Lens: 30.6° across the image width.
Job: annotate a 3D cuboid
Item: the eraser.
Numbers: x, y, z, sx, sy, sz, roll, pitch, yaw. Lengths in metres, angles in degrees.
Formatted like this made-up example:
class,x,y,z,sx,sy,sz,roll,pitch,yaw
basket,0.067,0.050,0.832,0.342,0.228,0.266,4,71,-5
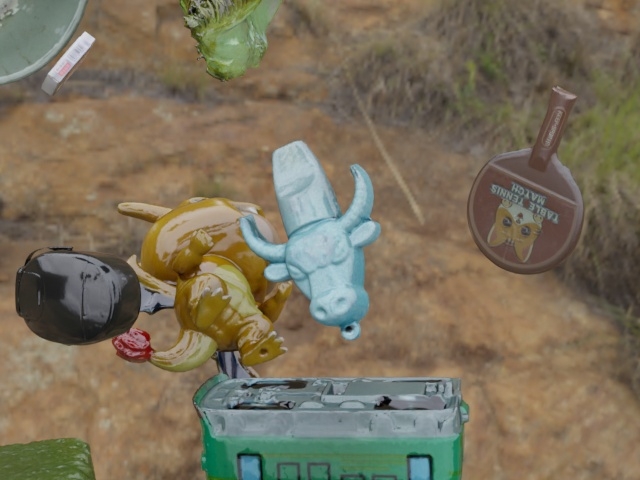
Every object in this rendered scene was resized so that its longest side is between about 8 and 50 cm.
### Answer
class,x,y,z,sx,sy,sz,roll,pitch,yaw
eraser,-0.442,-0.310,2.048,0.029,0.052,0.122,37,56,-9

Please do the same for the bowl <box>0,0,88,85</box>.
class,x,y,z,sx,sy,sz,roll,pitch,yaw
bowl,-0.468,-0.365,1.576,0.289,0.289,0.146,-21,36,-33

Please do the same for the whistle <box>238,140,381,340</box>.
class,x,y,z,sx,sy,sz,roll,pitch,yaw
whistle,0.000,0.000,1.515,0.093,0.186,0.274,14,54,-65

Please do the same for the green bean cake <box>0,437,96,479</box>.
class,x,y,z,sx,sy,sz,roll,pitch,yaw
green bean cake,-0.395,0.355,1.425,0.249,0.156,0.247,-6,13,-9

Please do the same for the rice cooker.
class,x,y,z,sx,sy,sz,roll,pitch,yaw
rice cooker,-0.349,0.079,1.676,0.203,0.142,0.118,8,7,34

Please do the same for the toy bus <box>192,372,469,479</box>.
class,x,y,z,sx,sy,sz,roll,pitch,yaw
toy bus,0.017,0.274,1.484,0.343,0.199,0.183,0,8,10

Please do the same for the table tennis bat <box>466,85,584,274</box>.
class,x,y,z,sx,sy,sz,roll,pitch,yaw
table tennis bat,0.212,-0.060,1.054,0.107,0.170,0.119,27,25,24

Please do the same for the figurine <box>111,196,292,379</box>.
class,x,y,z,sx,sy,sz,roll,pitch,yaw
figurine,-0.221,0.068,2.033,0.401,0.268,0.387,23,23,-26

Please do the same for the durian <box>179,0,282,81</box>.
class,x,y,z,sx,sy,sz,roll,pitch,yaw
durian,-0.140,-0.341,1.676,0.163,0.198,0.394,17,23,2
